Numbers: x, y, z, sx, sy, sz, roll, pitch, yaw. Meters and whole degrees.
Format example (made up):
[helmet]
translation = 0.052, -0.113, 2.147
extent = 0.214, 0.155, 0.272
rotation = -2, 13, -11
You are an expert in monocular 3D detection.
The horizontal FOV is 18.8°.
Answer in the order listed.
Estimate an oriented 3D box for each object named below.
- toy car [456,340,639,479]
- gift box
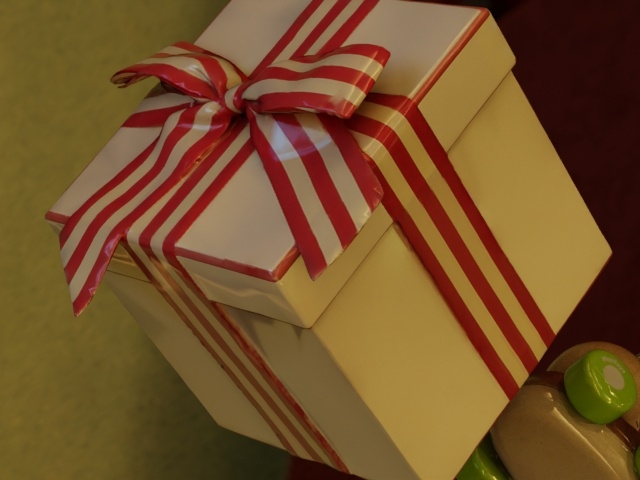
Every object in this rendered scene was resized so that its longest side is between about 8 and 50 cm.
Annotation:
[toy car]
translation = 0.219, 0.137, 1.481
extent = 0.149, 0.155, 0.188
rotation = 48, 38, -1
[gift box]
translation = 0.000, 0.000, 1.222
extent = 0.276, 0.255, 0.258
rotation = -54, 130, -27
